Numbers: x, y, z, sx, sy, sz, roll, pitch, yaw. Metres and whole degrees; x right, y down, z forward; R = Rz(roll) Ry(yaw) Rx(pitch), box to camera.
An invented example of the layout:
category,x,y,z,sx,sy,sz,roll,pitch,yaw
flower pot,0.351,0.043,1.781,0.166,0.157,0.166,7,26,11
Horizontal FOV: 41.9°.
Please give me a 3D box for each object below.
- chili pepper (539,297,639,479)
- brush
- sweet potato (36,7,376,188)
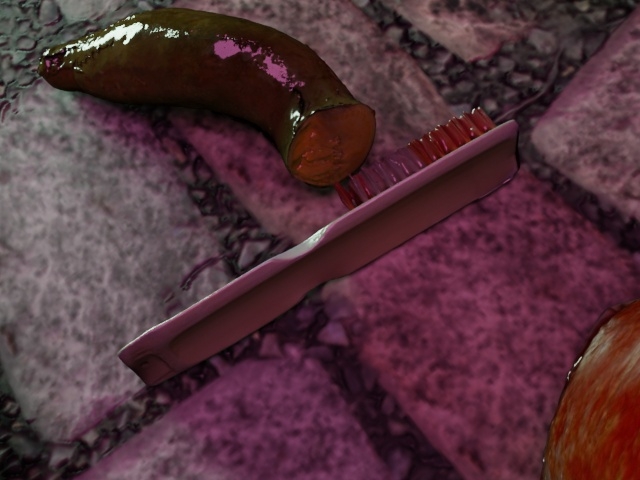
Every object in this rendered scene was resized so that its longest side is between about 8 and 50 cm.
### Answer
category,x,y,z,sx,sy,sz,roll,pitch,yaw
chili pepper,0.244,0.131,0.419,0.229,0.305,0.251,17,85,5
brush,0.000,0.000,0.602,0.321,0.060,0.050,-31,56,-6
sweet potato,-0.092,-0.123,0.644,0.285,0.085,0.112,16,76,13
